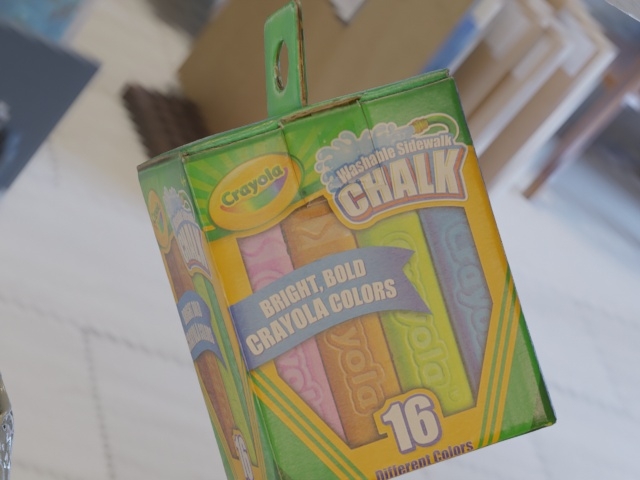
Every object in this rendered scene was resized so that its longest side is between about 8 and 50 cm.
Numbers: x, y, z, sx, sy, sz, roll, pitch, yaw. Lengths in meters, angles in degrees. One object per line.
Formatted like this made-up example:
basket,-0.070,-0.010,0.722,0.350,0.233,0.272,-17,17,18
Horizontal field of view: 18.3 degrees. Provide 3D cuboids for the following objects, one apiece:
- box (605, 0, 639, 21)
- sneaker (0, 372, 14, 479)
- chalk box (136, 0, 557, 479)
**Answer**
box,0.183,-0.216,0.765,0.103,0.261,0.184,39,4,34
sneaker,-0.257,0.176,1.391,0.099,0.121,0.262,2,45,-20
chalk box,0.000,0.000,0.905,0.132,0.132,0.213,170,-98,-77
